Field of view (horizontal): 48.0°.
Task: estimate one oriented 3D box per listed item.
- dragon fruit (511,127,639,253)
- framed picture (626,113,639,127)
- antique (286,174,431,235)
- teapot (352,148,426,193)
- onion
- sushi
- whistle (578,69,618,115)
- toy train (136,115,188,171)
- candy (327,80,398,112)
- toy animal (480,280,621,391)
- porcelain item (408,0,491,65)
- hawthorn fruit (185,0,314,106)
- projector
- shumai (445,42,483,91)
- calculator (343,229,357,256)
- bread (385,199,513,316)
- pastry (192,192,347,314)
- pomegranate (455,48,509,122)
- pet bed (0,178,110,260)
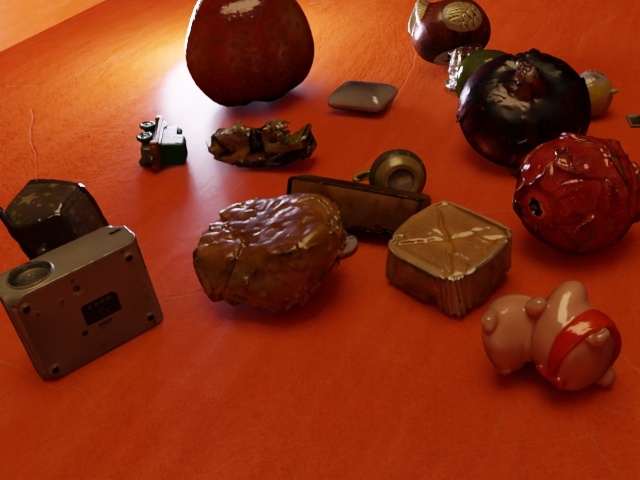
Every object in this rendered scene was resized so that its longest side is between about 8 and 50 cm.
[{"bbox_3d":[0.493,-0.091,1.369,0.252,0.241,0.241,-42,44,-18],"label":"dragon fruit"},{"bbox_3d":[0.813,-0.300,1.787,0.089,0.006,0.066,-1,35,13],"label":"framed picture"},{"bbox_3d":[0.078,-0.073,1.533,0.310,0.093,0.087,11,13,27],"label":"antique"},{"bbox_3d":[0.152,-0.144,1.614,0.166,0.130,0.119,-6,19,-5],"label":"teapot"},{"bbox_3d":[0.479,-0.312,1.674,0.314,0.232,0.313,-2,67,4],"label":"onion"},{"bbox_3d":[-0.149,-0.261,1.861,0.291,0.131,0.139,-2,35,25],"label":"sushi"},{"bbox_3d":[0.660,-0.383,1.862,0.223,0.122,0.123,6,34,46],"label":"whistle"},{"bbox_3d":[-0.431,-0.266,1.974,0.136,0.091,0.227,0,32,-5],"label":"toy train"},{"bbox_3d":[0.121,-0.417,2.070,0.174,0.071,0.138,12,39,28],"label":"candy"},{"bbox_3d":[0.356,0.149,1.106,0.198,0.171,0.171,7,37,27],"label":"toy animal"},{"bbox_3d":[0.396,-0.667,2.207,0.253,0.252,0.253,-7,34,4],"label":"porcelain item"},{"bbox_3d":[-0.229,-0.611,2.169,0.403,0.402,0.402,-7,34,4],"label":"hawthorn fruit"},{"bbox_3d":[-0.434,0.111,1.316,0.251,0.198,0.108,-28,38,-26],"label":"projector"},{"bbox_3d":[0.455,-0.508,2.083,0.202,0.120,0.201,-7,31,4],"label":"shumai"},{"bbox_3d":[0.000,0.000,1.530,0.166,0.024,0.103,14,41,27],"label":"calculator"},{"bbox_3d":[0.240,0.032,1.348,0.192,0.109,0.210,-38,42,-26],"label":"bread"},{"bbox_3d":[-0.090,0.028,1.386,0.311,0.161,0.255,0,44,32],"label":"pastry"},{"bbox_3d":[0.431,-0.387,1.880,0.187,0.187,0.225,18,69,35],"label":"pomegranate"},{"bbox_3d":[-0.551,-0.004,1.506,0.183,0.210,0.159,6,46,20],"label":"pet bed"}]
